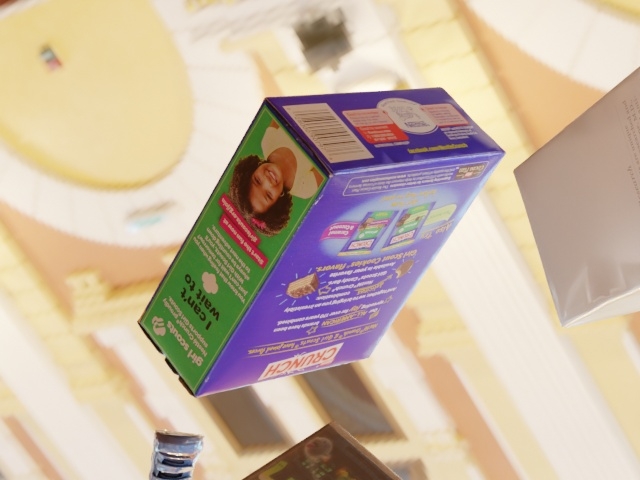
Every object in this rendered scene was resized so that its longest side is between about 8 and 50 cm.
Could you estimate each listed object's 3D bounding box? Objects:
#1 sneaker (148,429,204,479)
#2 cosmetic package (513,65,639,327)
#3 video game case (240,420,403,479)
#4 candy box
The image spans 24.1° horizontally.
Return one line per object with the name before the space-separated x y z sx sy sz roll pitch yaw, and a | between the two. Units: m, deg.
sneaker | -0.151 0.230 1.559 0.144 0.053 0.059 110 -12 -72
cosmetic package | 0.324 -0.063 1.137 0.217 0.156 0.385 -13 167 -16
video game case | -0.003 0.226 1.085 0.173 0.022 0.190 -30 -140 -22
candy box | 0.000 0.000 1.544 0.268 0.122 0.317 -9 139 -45
